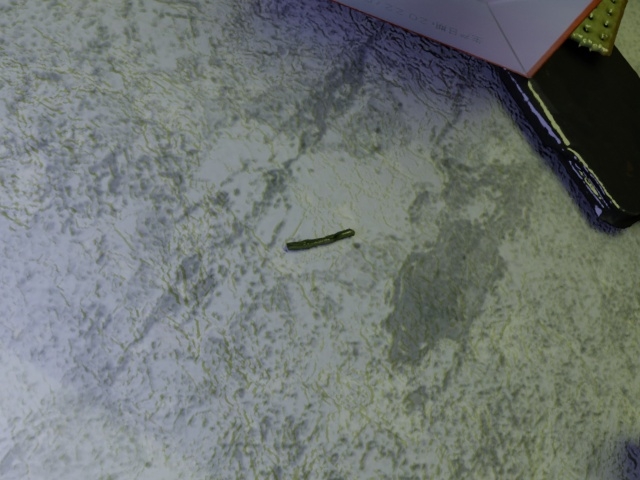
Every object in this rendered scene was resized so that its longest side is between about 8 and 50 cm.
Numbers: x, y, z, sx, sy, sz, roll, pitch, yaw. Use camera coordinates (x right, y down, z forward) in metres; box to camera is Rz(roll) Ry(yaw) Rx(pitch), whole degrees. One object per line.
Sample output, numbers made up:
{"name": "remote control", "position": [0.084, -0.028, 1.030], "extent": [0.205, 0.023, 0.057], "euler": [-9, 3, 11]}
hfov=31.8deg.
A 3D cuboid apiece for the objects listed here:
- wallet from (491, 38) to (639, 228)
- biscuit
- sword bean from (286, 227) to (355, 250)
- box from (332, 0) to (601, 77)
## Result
{"name": "wallet", "position": [0.317, -0.188, 1.385], "extent": [0.197, 0.051, 0.377], "euler": [-26, 75, -33]}
{"name": "biscuit", "position": [0.269, -0.316, 1.393], "extent": [0.231, 0.016, 0.139], "euler": [28, 50, -1]}
{"name": "sword bean", "position": [0.000, 0.000, 1.176], "extent": [0.083, 0.012, 0.012], "euler": [-13, 70, -29]}
{"name": "box", "position": [0.148, -0.388, 1.195], "extent": [0.349, 0.318, 0.256], "euler": [21, 81, -1]}
